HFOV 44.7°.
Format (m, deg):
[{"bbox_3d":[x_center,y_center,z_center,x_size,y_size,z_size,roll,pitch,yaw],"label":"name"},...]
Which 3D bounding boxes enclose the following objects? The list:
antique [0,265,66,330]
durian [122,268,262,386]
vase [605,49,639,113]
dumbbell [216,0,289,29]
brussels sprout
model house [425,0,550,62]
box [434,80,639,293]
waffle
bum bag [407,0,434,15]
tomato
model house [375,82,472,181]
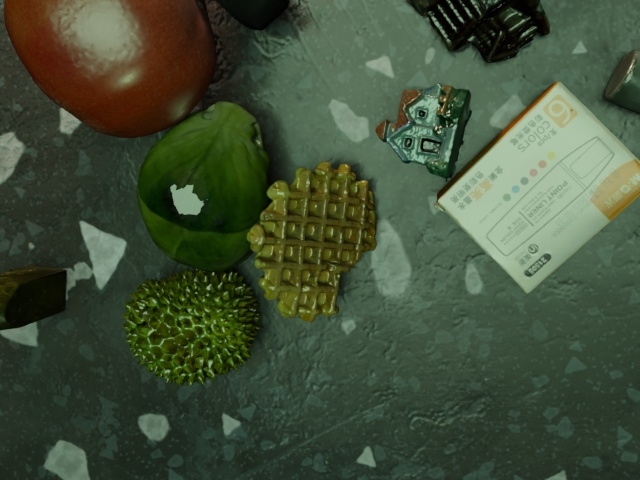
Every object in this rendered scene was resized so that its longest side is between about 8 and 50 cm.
[{"bbox_3d":[-0.532,0.102,1.354,0.080,0.221,0.081,5,98,9],"label":"antique"},{"bbox_3d":[-0.222,0.148,1.338,0.237,0.176,0.200,-6,117,0],"label":"durian"},{"bbox_3d":[0.553,-0.209,1.190,0.214,0.086,0.086,26,102,1],"label":"vase"},{"bbox_3d":[-0.046,-0.499,1.191,0.322,0.204,0.203,-39,90,14],"label":"dumbbell"},{"bbox_3d":[-0.185,-0.090,1.281,0.219,0.210,0.271,19,86,2],"label":"brussels sprout"},{"bbox_3d":[0.256,-0.350,1.205,0.152,0.106,0.165,-35,96,14],"label":"model house"},{"bbox_3d":[0.351,-0.086,1.236,0.221,0.091,0.274,43,103,1],"label":"box"},{"bbox_3d":[0.000,0.000,1.272,0.253,0.056,0.249,-33,114,-24],"label":"waffle"},{"bbox_3d":[0.227,-0.465,1.214,0.248,0.069,0.102,-37,128,12],"label":"bum bag"},{"bbox_3d":[-0.301,-0.334,1.194,0.273,0.341,0.341,-23,93,19],"label":"tomato"},{"bbox_3d":[0.156,-0.182,1.252,0.149,0.119,0.148,13,100,16],"label":"model house"}]
